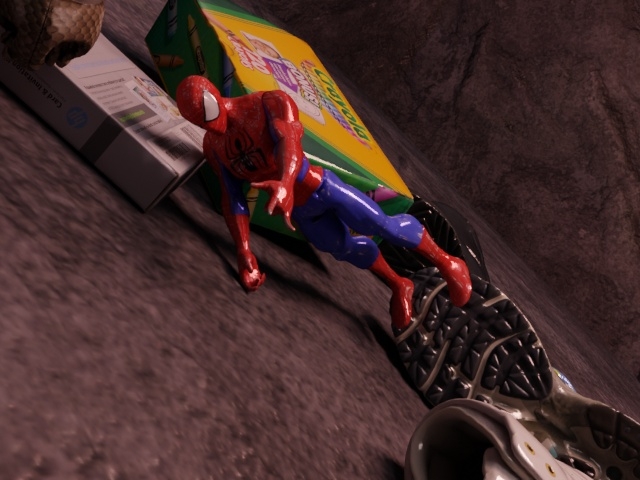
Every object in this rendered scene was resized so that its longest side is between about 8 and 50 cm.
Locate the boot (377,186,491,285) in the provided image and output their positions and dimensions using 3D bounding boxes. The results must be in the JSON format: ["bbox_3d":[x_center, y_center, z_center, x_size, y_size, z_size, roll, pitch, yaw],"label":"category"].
[{"bbox_3d":[0.128,0.004,0.965,0.246,0.094,0.207,47,15,-21],"label":"boot"}]

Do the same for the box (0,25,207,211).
[{"bbox_3d":[-0.161,-0.109,0.565,0.186,0.038,0.145,44,13,-8],"label":"box"}]

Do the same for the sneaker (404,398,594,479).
[{"bbox_3d":[0.134,0.193,0.409,0.169,0.108,0.292,37,5,-25],"label":"sneaker"}]

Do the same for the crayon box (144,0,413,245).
[{"bbox_3d":[-0.047,-0.117,0.753,0.165,0.081,0.278,19,31,-40],"label":"crayon box"}]

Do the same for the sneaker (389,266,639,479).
[{"bbox_3d":[0.165,0.144,0.698,0.283,0.110,0.122,46,-10,16],"label":"sneaker"}]

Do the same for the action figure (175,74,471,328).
[{"bbox_3d":[0.000,0.000,0.565,0.280,0.091,0.139,40,38,-32],"label":"action figure"}]

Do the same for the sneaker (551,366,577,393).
[{"bbox_3d":[0.275,0.206,0.892,0.188,0.067,0.078,38,-22,9],"label":"sneaker"}]

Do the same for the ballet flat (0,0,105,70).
[{"bbox_3d":[-0.169,-0.156,0.507,0.084,0.058,0.250,13,21,-23],"label":"ballet flat"}]
